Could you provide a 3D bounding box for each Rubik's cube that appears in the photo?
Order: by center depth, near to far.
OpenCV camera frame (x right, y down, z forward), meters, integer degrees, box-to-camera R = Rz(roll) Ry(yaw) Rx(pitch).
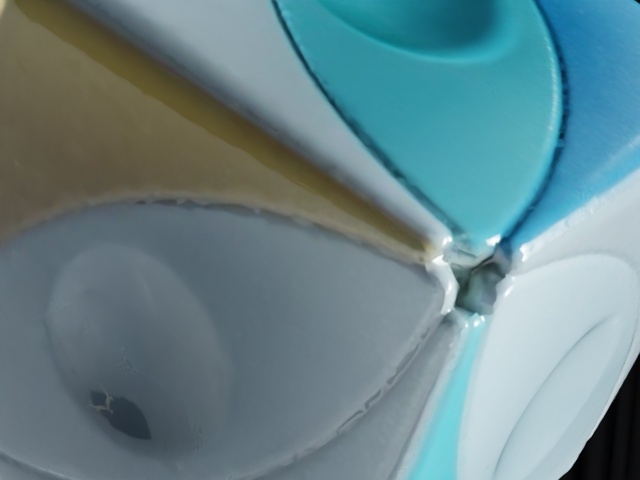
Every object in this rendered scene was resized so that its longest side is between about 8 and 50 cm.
[{"bbox_3d":[0.000,0.000,1.156,0.347,0.351,0.352,35,-55,20],"label":"Rubik's cube"}]
